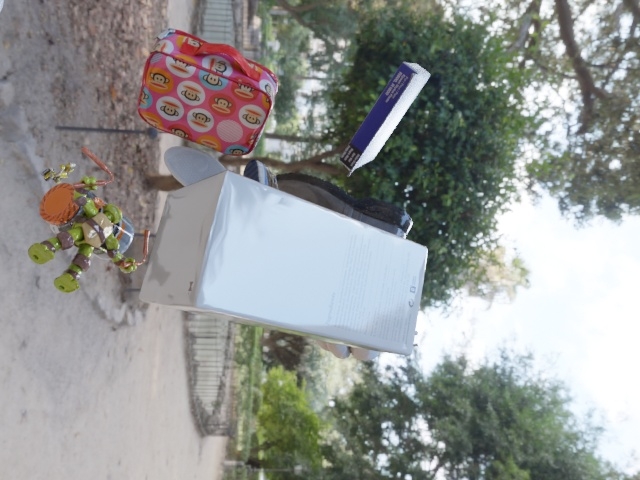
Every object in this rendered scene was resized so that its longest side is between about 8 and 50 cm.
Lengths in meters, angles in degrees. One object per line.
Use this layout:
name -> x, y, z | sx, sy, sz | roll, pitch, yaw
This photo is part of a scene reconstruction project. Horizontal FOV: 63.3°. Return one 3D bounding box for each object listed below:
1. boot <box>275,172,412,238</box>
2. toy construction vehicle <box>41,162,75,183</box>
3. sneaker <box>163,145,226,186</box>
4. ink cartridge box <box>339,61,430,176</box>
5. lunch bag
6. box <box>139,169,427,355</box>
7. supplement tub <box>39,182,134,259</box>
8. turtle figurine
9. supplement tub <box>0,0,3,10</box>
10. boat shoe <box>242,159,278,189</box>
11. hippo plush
boot -> 0.000, 0.000, 1.066 | 0.222, 0.338, 0.118 | -65, 153, -13
toy construction vehicle -> -0.825, -0.209, 1.643 | 0.035, 0.098, 0.086 | 61, 14, 3
sneaker -> -0.266, -0.127, 1.320 | 0.104, 0.296, 0.147 | -67, -165, -19
ink cartridge box -> 0.122, -0.242, 1.017 | 0.223, 0.045, 0.224 | -56, 175, 24
lunch bag -> -0.252, -0.338, 1.177 | 0.258, 0.293, 0.120 | 128, -24, -49
box -> -0.048, 0.048, 0.759 | 0.215, 0.345, 0.168 | -6, -110, 55
supplement tub -> -0.517, -0.042, 1.155 | 0.190, 0.117, 0.117 | 53, 34, -60
turtle figurine -> -0.445, -0.021, 0.984 | 0.217, 0.087, 0.269 | -63, 146, -50
supplement tub -> -1.066, -0.764, 1.488 | 0.325, 0.235, 0.235 | -162, -106, -73
boat shoe -> -0.095, -0.063, 0.928 | 0.066, 0.066, 0.183 | -32, -129, 38
hippo plush -> 0.123, 0.189, 1.461 | 0.234, 0.294, 0.236 | -40, 127, -77
